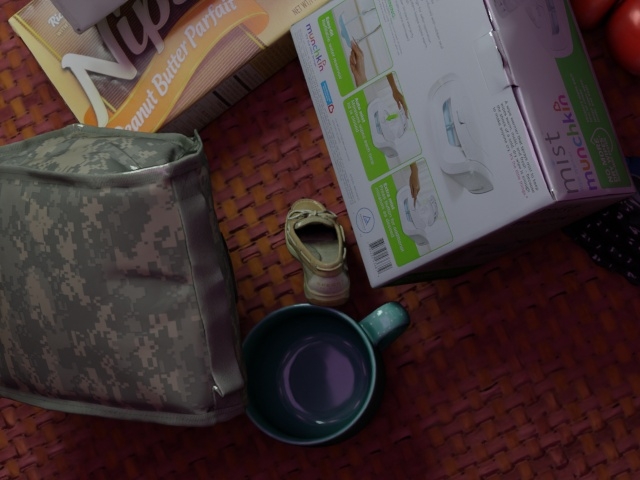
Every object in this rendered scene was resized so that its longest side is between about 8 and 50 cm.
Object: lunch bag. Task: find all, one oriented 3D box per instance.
[{"bbox_3d":[-0.169,0.027,1.630,0.287,0.169,0.235,8,112,48],"label":"lunch bag"}]

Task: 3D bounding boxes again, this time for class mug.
[{"bbox_3d":[0.008,0.125,1.707,0.157,0.097,0.129,-3,81,10],"label":"mug"}]

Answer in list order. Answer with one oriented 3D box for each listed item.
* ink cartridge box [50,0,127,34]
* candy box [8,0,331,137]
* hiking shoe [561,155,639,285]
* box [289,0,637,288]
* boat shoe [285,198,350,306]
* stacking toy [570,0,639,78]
[{"bbox_3d":[-0.209,-0.348,1.741,0.198,0.115,0.273,-35,41,4],"label":"ink cartridge box"},{"bbox_3d":[-0.117,-0.227,1.785,0.316,0.087,0.183,-37,77,5],"label":"candy box"},{"bbox_3d":[0.338,-0.022,1.676,0.304,0.113,0.132,29,58,20],"label":"hiking shoe"},{"bbox_3d":[0.119,-0.119,1.649,0.231,0.126,0.262,-28,75,42],"label":"box"},{"bbox_3d":[-0.002,0.000,1.710,0.056,0.153,0.048,-3,124,-5],"label":"boat shoe"},{"bbox_3d":[0.213,-0.270,1.710,0.330,0.141,0.141,45,92,9],"label":"stacking toy"}]
